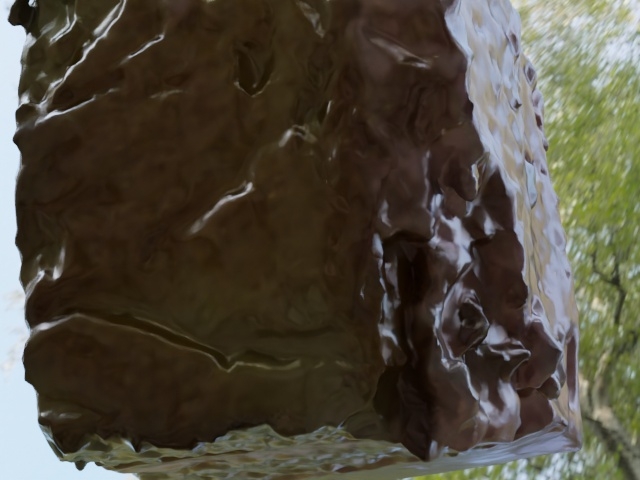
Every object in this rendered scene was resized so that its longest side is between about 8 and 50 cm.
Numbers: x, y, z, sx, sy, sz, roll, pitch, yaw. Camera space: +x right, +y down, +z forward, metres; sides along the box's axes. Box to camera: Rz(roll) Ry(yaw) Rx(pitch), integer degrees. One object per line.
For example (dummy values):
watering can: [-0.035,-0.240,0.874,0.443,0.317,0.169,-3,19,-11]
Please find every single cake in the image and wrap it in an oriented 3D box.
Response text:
cake: [0.000,0.000,0.879,0.293,0.307,0.314,-8,-110,20]
